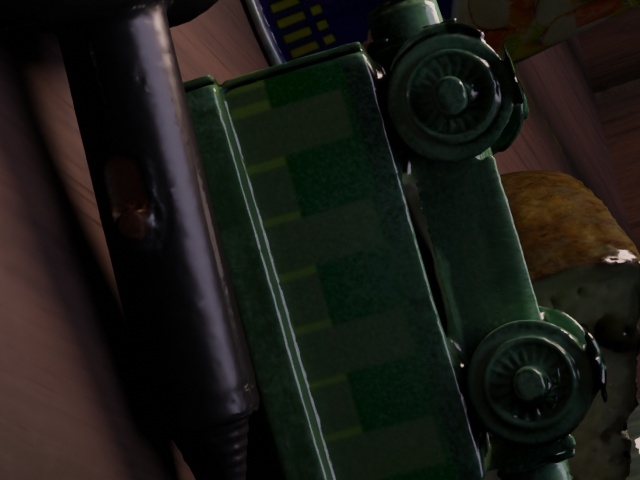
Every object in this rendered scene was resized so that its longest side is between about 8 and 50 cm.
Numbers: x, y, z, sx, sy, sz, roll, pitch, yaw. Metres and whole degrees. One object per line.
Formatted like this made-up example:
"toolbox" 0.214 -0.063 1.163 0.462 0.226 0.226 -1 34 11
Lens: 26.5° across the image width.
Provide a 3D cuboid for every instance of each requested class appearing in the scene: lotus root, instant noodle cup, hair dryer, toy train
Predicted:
"lotus root" 0.127 0.068 0.990 0.260 0.149 0.267 -106 -169 -59
"instant noodle cup" 0.120 -0.241 1.056 0.284 0.312 0.284 -18 90 -71
"hair dryer" -0.085 -0.027 0.627 0.189 0.107 0.352 -24 101 -69
"toy train" 0.042 0.016 0.770 0.120 0.202 0.300 -4 77 -84

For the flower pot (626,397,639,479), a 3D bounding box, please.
"flower pot" 0.334 0.282 1.428 0.189 0.157 0.243 -3 78 -73
